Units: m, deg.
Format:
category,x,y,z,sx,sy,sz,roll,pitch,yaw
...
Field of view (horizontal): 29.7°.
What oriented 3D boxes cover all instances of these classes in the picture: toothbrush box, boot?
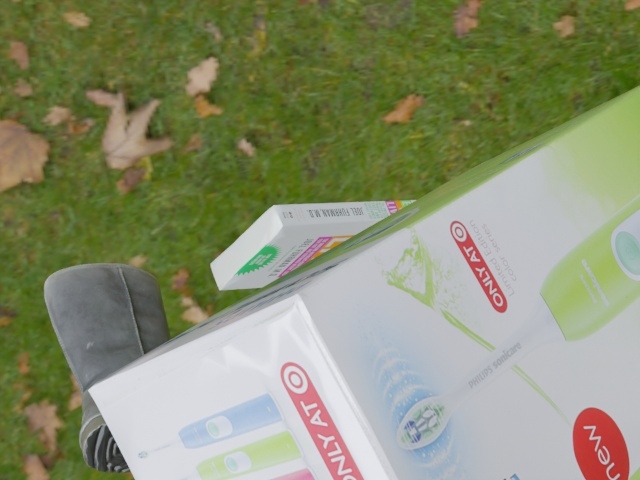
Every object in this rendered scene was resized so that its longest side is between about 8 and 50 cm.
category,x,y,z,sx,sy,sz,roll,pitch,yaw
toothbrush box,0.087,0.076,0.475,0.122,0.283,0.206,-26,91,45
boot,-0.129,0.104,1.003,0.190,0.208,0.076,11,115,-23

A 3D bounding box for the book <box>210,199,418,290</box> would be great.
category,x,y,z,sx,sy,sz,roll,pitch,yaw
book,0.000,0.000,0.928,0.096,0.144,0.035,-42,61,45
